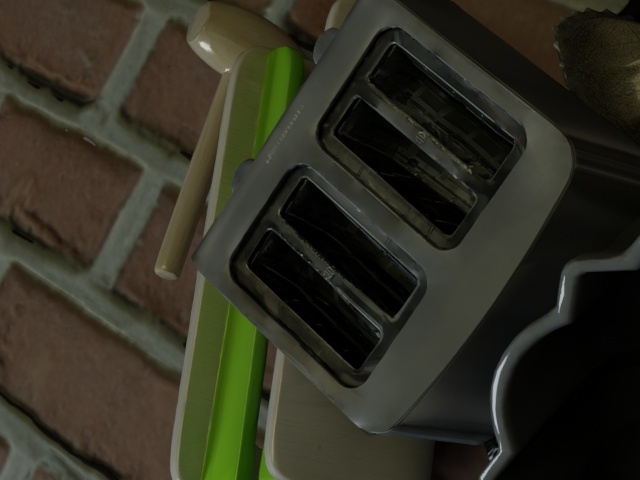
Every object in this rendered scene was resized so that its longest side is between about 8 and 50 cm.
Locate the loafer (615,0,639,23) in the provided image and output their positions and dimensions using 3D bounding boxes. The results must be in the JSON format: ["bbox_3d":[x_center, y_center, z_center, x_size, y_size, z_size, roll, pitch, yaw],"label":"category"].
[{"bbox_3d":[0.214,-0.142,0.987,0.148,0.050,0.056,-52,52,8],"label":"loafer"}]

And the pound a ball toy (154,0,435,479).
[{"bbox_3d":[0.000,0.000,1.056,0.208,0.135,0.319,-19,59,58],"label":"pound a ball toy"}]

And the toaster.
[{"bbox_3d":[0.052,-0.006,0.830,0.185,0.110,0.168,43,108,29],"label":"toaster"}]

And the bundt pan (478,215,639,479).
[{"bbox_3d":[0.240,0.095,0.746,0.330,0.331,0.124,-7,26,34],"label":"bundt pan"}]

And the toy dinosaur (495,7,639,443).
[{"bbox_3d":[0.118,-0.004,0.932,0.313,0.160,0.121,-52,51,6],"label":"toy dinosaur"}]
